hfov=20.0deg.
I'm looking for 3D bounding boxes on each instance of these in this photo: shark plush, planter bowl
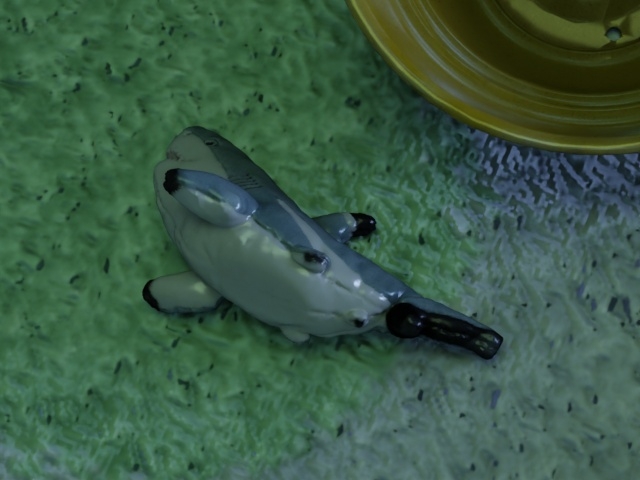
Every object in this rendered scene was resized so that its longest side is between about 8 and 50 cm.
[{"bbox_3d":[0.000,0.000,0.734,0.161,0.073,0.067,17,39,20],"label":"shark plush"},{"bbox_3d":[0.113,-0.134,0.743,0.217,0.090,0.217,-1,83,7],"label":"planter bowl"}]
